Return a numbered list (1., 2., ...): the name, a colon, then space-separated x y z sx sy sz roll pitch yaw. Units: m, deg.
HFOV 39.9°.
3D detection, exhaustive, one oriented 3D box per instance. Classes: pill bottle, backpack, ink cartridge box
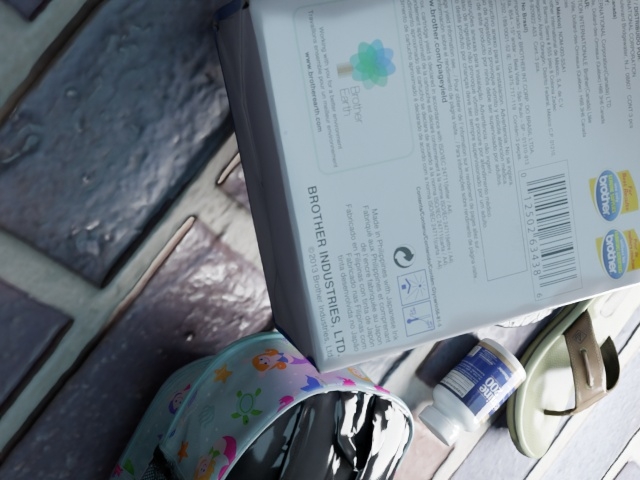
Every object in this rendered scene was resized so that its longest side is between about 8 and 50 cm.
1. pill bottle: 0.170 0.174 1.001 0.120 0.067 0.067 -43 131 -11
2. backpack: -0.049 0.201 0.769 0.225 0.191 0.253 18 108 -43
3. ink cartridge box: 0.140 -0.084 0.695 0.395 0.151 0.270 -13 105 -12

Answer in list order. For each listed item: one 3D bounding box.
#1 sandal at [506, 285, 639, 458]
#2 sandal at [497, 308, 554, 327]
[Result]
1. sandal: 0.332 0.139 1.091 0.120 0.086 0.303 33 91 -42
2. sandal: 0.268 -0.075 0.940 0.446 0.107 0.168 -45 131 -26
